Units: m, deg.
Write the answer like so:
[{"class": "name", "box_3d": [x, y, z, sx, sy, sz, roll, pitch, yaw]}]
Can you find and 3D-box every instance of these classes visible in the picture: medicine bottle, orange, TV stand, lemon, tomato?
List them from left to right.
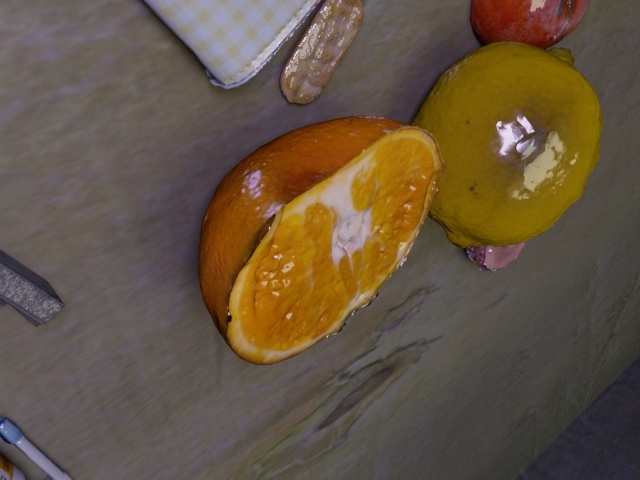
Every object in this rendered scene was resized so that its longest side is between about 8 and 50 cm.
[{"class": "TV stand", "box_3d": [-0.326, -0.001, 0.576, 0.040, 0.049, 0.256, -46, 143, -9]}, {"class": "medicine bottle", "box_3d": [-0.357, 0.263, 0.746, 0.092, 0.061, 0.221, -55, 148, -31]}, {"class": "orange", "box_3d": [-0.003, -0.002, 0.760, 0.274, 0.274, 0.310, 68, 31, -48]}, {"class": "lemon", "box_3d": [0.251, -0.130, 0.927, 0.260, 0.260, 0.284, -15, 125, -39]}, {"class": "tomato", "box_3d": [0.321, -0.370, 0.941, 0.237, 0.095, 0.237, -27, 135, -31]}]

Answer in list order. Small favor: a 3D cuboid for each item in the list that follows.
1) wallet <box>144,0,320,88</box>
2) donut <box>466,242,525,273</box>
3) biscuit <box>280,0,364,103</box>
[{"class": "wallet", "box_3d": [-0.103, -0.303, 0.566, 0.223, 0.077, 0.309, -47, 142, -2]}, {"class": "donut", "box_3d": [0.334, 0.006, 1.272, 0.166, 0.065, 0.117, -11, 124, -41]}, {"class": "biscuit", "box_3d": [0.003, -0.225, 0.776, 0.147, 0.018, 0.071, -57, 144, 6]}]
